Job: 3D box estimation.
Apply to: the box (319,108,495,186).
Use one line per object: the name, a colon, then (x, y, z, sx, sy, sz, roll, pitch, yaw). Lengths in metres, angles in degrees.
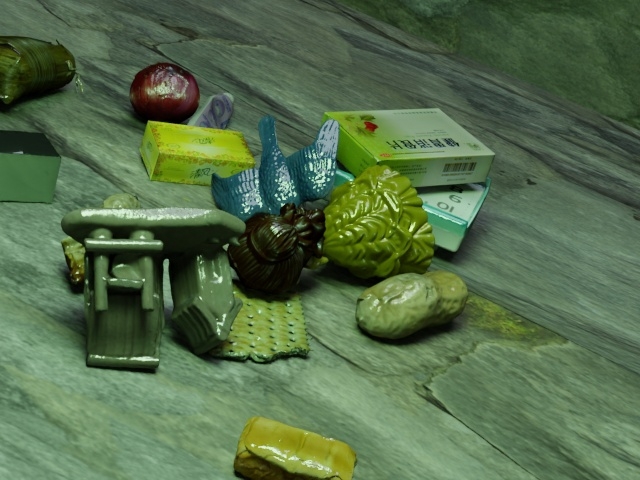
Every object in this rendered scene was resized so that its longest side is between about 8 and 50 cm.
box: (0.148, -0.162, 1.877, 0.260, 0.062, 0.175, -5, 36, -34)

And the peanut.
peanut: (0.139, 0.092, 1.570, 0.214, 0.100, 0.099, -1, 30, -47)

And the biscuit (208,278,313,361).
biscuit: (-0.082, 0.108, 1.458, 0.144, 0.016, 0.203, 12, 24, -12)

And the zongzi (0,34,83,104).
zongzi: (-0.581, -0.324, 1.938, 0.241, 0.111, 0.247, 17, 18, 14)

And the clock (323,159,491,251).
clock: (0.147, -0.073, 1.904, 0.262, 0.116, 0.231, 21, 29, 10)

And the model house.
model house: (-0.201, 0.060, 1.307, 0.229, 0.188, 0.122, 1, -9, -26)

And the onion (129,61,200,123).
onion: (-0.289, -0.267, 1.995, 0.131, 0.131, 0.131, 15, 24, -7)

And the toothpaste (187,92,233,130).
toothpaste: (-0.208, -0.205, 2.005, 0.075, 0.048, 0.301, 42, 28, -13)

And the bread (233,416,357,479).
bread: (-0.027, 0.238, 1.177, 0.132, 0.053, 0.074, 19, 24, 8)

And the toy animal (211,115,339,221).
toy animal: (-0.062, -0.092, 1.736, 0.176, 0.239, 0.256, 30, 39, -76)

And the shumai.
shumai: (-0.281, 0.014, 1.428, 0.116, 0.146, 0.145, -19, 25, 8)

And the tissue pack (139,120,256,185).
tissue pack: (-0.208, -0.145, 1.839, 0.176, 0.062, 0.095, 4, 38, -27)

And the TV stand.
TV stand: (-0.517, -0.109, 1.546, 0.269, 0.083, 0.088, -1, 31, -34)

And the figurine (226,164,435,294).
figurine: (-0.003, 0.002, 1.586, 0.315, 0.187, 0.168, -14, 3, -41)
